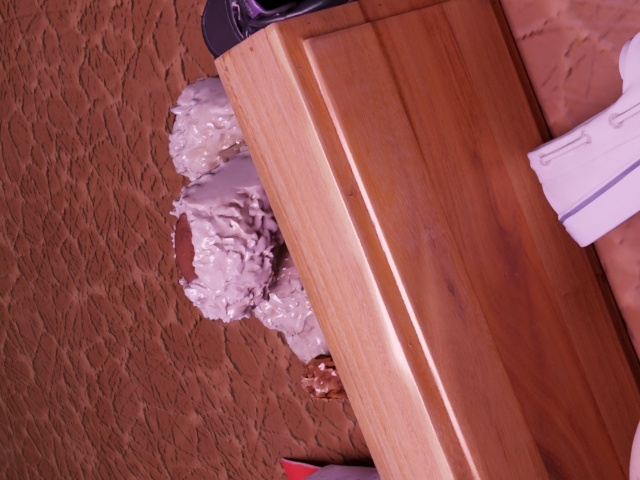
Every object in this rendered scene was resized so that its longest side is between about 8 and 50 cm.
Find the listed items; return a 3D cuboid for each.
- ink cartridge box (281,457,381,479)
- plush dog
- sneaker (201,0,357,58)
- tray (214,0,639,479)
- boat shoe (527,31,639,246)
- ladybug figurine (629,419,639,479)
[{"bbox_3d":[0.046,0.353,0.996,0.261,0.066,0.296,-18,95,62],"label":"ink cartridge box"},{"bbox_3d":[0.000,0.000,0.846,0.262,0.210,0.225,-105,3,-55],"label":"plush dog"},{"bbox_3d":[-0.030,-0.195,0.798,0.283,0.124,0.107,-16,96,51],"label":"sneaker"},{"bbox_3d":[0.101,0.040,0.707,0.076,0.203,0.411,-17,96,51],"label":"tray"},{"bbox_3d":[0.207,-0.087,0.612,0.084,0.095,0.258,53,138,8],"label":"boat shoe"},{"bbox_3d":[0.358,0.136,0.501,0.449,0.162,0.305,0,107,48],"label":"ladybug figurine"}]
